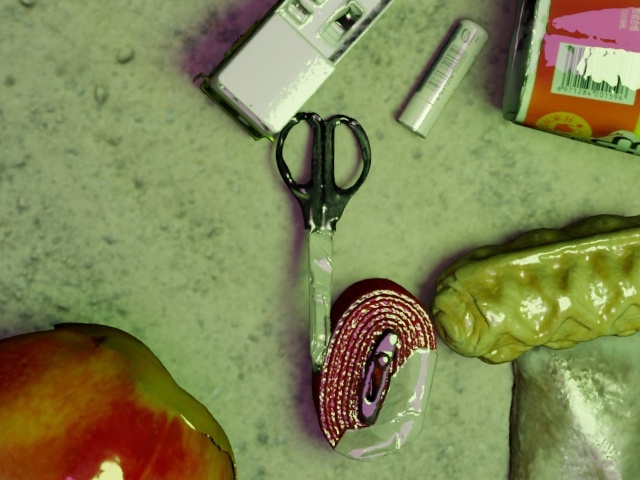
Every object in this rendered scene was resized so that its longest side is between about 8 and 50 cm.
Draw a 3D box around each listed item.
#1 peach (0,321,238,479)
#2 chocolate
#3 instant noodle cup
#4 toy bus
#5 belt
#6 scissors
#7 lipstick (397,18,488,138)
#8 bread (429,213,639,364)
[{"bbox_3d":[-0.271,0.272,1.432,0.370,0.370,0.370,-1,95,-7],"label":"peach"},{"bbox_3d":[0.316,0.247,1.624,0.185,0.100,0.303,-1,92,-4],"label":"chocolate"},{"bbox_3d":[0.367,-0.203,1.515,0.308,0.294,0.294,9,94,-1],"label":"instant noodle cup"},{"bbox_3d":[0.003,-0.246,1.516,0.113,0.139,0.302,42,88,-11],"label":"toy bus"},{"bbox_3d":[0.059,0.146,1.567,0.128,0.124,0.201,11,93,-5],"label":"belt"},{"bbox_3d":[0.000,0.000,1.549,0.109,0.022,0.300,4,73,-8],"label":"scissors"},{"bbox_3d":[0.140,-0.184,1.588,0.040,0.040,0.141,32,91,-8],"label":"lipstick"},{"bbox_3d":[0.253,0.055,1.571,0.267,0.152,0.130,-12,119,-5],"label":"bread"}]
